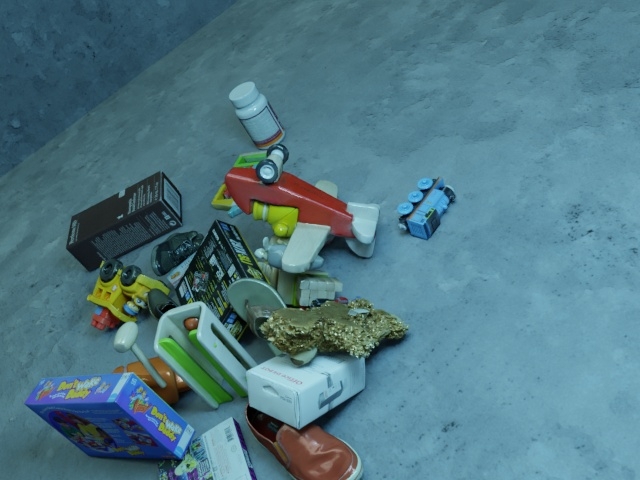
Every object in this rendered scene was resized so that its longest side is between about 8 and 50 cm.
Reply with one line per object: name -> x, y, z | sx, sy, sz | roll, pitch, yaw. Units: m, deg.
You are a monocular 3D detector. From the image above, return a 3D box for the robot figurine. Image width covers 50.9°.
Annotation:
robot figurine -> -0.438, 0.362, 1.691 | 0.220, 0.128, 0.158 | -13, 19, -13

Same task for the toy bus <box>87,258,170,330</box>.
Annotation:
toy bus -> -0.593, 0.181, 2.020 | 0.220, 0.149, 0.211 | 11, 69, 38

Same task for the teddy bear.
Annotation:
teddy bear -> 0.036, 0.204, 1.484 | 0.245, 0.113, 0.338 | 16, 15, 33

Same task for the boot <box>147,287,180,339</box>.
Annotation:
boot -> -0.425, 0.186, 1.873 | 0.082, 0.106, 0.219 | -23, 53, -26

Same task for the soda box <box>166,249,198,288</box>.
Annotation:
soda box -> -0.371, 0.080, 2.026 | 0.183, 0.063, 0.058 | -40, 37, -10

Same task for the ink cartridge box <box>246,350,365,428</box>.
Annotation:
ink cartridge box -> -0.029, 0.303, 1.461 | 0.159, 0.092, 0.218 | 12, 20, 41

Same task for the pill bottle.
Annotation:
pill bottle -> -0.222, -0.435, 2.345 | 0.121, 0.221, 0.121 | -19, 40, 17

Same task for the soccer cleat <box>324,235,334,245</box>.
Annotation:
soccer cleat -> 0.000, 0.000, 1.885 | 0.083, 0.035, 0.029 | -26, 39, 8

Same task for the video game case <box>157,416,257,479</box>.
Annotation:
video game case -> -0.248, 0.534, 1.481 | 0.210, 0.041, 0.232 | -33, 39, 0

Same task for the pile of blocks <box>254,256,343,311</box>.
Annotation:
pile of blocks -> -0.073, 0.130, 1.766 | 0.362, 0.149, 0.112 | 16, 101, 53

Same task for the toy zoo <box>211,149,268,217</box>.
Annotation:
toy zoo -> -0.246, -0.193, 2.258 | 0.192, 0.030, 0.293 | -2, 47, 32

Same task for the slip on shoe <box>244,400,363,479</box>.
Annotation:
slip on shoe -> -0.048, 0.425, 1.418 | 0.331, 0.101, 0.123 | 22, 61, 44

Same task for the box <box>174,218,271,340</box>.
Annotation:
box -> -0.273, 0.128, 1.815 | 0.257, 0.079, 0.322 | -59, 36, 16

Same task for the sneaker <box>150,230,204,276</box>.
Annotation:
sneaker -> -0.432, 0.031, 2.069 | 0.130, 0.087, 0.227 | -13, 18, 20

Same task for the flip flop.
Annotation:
flip flop -> -0.121, 0.202, 1.604 | 0.112, 0.080, 0.277 | -39, 80, 9

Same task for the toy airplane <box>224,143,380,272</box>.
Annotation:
toy airplane -> -0.033, -0.046, 1.767 | 0.384, 0.386, 0.272 | 51, 125, 34

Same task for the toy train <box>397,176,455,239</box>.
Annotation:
toy train -> 0.280, -0.089, 1.765 | 0.105, 0.080, 0.184 | 22, 60, 35

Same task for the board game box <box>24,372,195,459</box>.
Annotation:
board game box -> -0.498, 0.417, 1.585 | 0.347, 0.233, 0.078 | -10, 39, 34

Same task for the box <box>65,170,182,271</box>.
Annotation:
box -> -0.676, -0.069, 2.331 | 0.382, 0.143, 0.191 | -27, 39, 9

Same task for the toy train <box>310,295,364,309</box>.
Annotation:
toy train -> 0.049, 0.153, 1.624 | 0.158, 0.036, 0.027 | 2, 16, -27

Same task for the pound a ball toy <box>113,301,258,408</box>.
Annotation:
pound a ball toy -> -0.304, 0.262, 1.585 | 0.208, 0.319, 0.135 | -17, 41, 18
